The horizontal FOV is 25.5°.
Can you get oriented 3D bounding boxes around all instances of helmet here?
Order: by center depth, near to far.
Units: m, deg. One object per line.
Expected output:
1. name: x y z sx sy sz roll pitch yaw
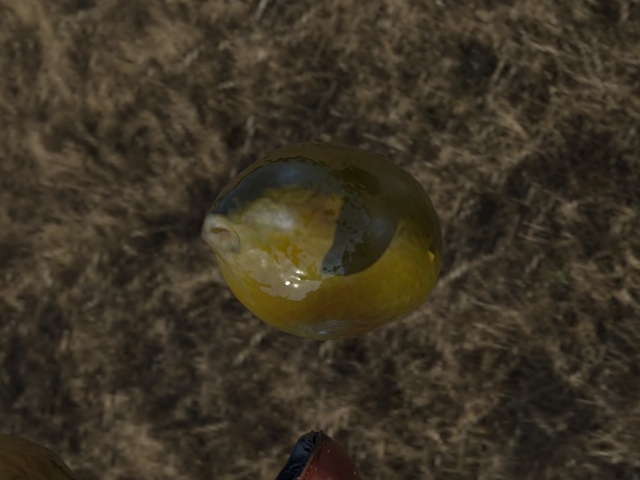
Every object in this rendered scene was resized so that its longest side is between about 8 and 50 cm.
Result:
1. helmet: 0.000 0.151 0.842 0.065 0.049 0.084 -58 4 -2

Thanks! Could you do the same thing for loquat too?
1. loquat: 0.000 0.000 1.028 0.152 0.195 0.152 -3 86 47

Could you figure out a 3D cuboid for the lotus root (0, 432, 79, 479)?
1. lotus root: -0.157 0.179 0.610 0.140 0.154 0.257 14 122 67
